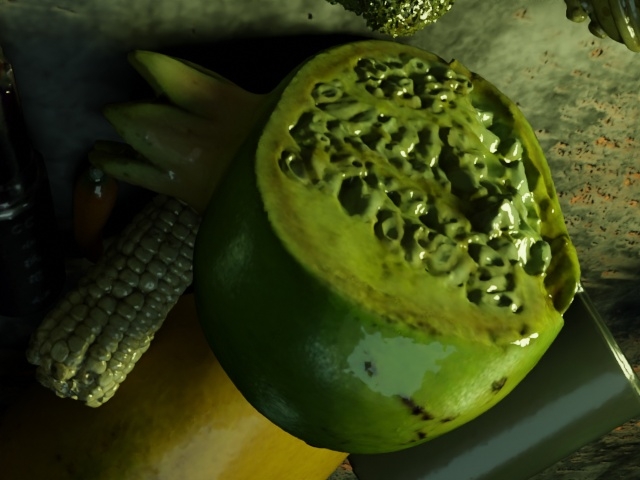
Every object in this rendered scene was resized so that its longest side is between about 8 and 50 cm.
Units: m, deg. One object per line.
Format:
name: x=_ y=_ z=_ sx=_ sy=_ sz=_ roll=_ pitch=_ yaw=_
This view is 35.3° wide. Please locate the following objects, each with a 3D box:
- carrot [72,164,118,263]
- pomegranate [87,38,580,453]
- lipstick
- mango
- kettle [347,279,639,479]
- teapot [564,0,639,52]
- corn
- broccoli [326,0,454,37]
carrot: x=-0.185 y=-0.019 z=0.817 sx=0.035 sy=0.035 sz=0.142 roll=-5 pitch=150 yaw=-19
pomegranate: x=0.000 y=0.000 z=0.743 sx=0.359 sy=0.309 sz=0.216 roll=23 pitch=139 yaw=-2
lipstick: x=-0.234 y=-0.052 z=0.706 sx=0.081 sy=0.081 sz=0.299 roll=-11 pitch=144 yaw=-12
mango: x=-0.123 y=0.189 z=0.962 sx=0.446 sy=0.232 sz=0.300 roll=-31 pitch=141 yaw=5
kettle: x=0.171 y=0.151 z=1.121 sx=0.308 sy=0.262 sz=0.203 roll=-32 pitch=179 yaw=11
teapot: x=0.261 y=-0.186 z=0.711 sx=0.183 sy=0.173 sz=0.269 roll=-4 pitch=139 yaw=31
corn: x=-0.154 y=0.036 z=0.820 sx=0.210 sy=0.087 sz=0.087 roll=-56 pitch=144 yaw=-10
broccoli: x=0.039 y=-0.192 z=0.630 sx=0.120 sy=0.130 sz=0.131 roll=3 pitch=-158 yaw=46
